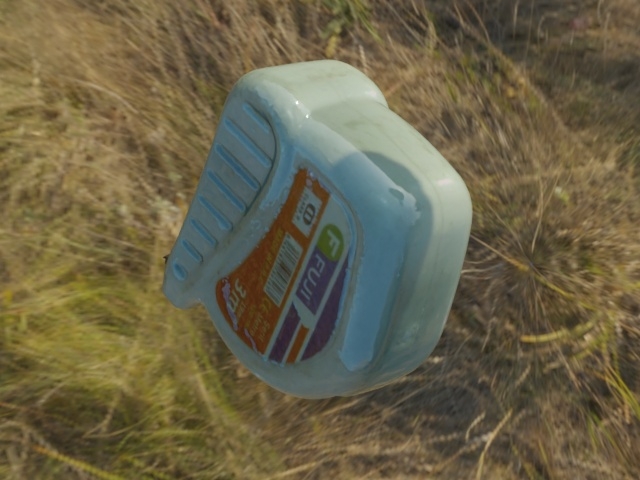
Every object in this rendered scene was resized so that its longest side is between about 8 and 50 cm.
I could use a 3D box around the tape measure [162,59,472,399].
[{"bbox_3d":[-0.001,-0.001,1.007,0.246,0.125,0.243,45,132,27],"label":"tape measure"}]
